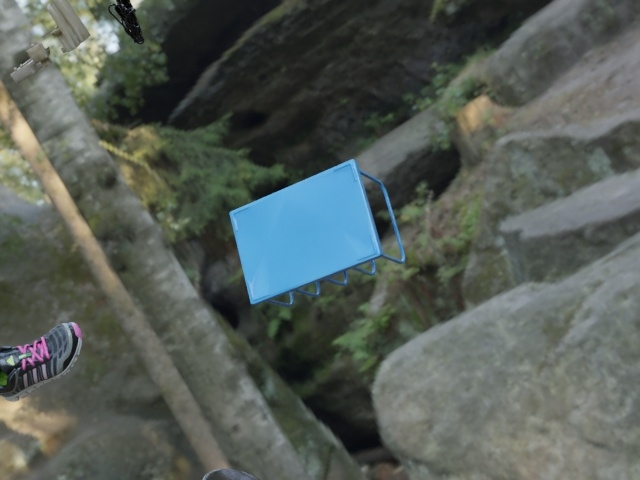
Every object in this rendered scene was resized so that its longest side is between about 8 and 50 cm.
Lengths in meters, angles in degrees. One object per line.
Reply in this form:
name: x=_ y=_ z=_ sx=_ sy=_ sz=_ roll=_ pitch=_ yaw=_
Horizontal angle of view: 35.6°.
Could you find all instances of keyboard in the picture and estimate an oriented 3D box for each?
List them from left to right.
keyboard: x=-0.313 y=-0.367 z=1.522 sx=0.038 sy=0.100 sz=0.192 roll=-28 pitch=-20 yaw=-9

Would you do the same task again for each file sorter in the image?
file sorter: x=0.000 y=0.000 z=1.188 sx=0.170 sy=0.118 sz=0.104 roll=-22 pitch=-19 yaw=21

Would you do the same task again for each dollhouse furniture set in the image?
dollhouse furniture set: x=-0.618 y=-0.449 z=2.180 sx=0.151 sy=0.123 sz=0.144 roll=-25 pitch=21 yaw=16

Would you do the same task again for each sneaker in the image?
sneaker: x=-0.405 y=0.168 z=1.382 sx=0.170 sy=0.063 sz=0.075 roll=-34 pitch=-29 yaw=20

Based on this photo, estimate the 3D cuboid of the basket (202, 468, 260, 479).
basket: x=-0.175 y=0.536 z=1.767 sx=0.154 sy=0.204 sz=0.227 roll=0 pitch=-65 yaw=-44
